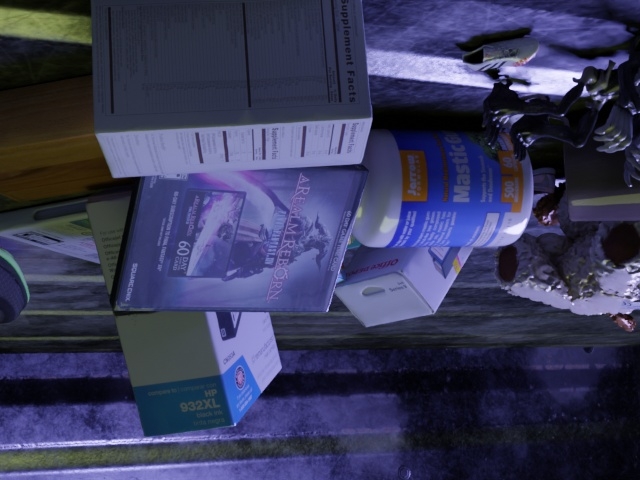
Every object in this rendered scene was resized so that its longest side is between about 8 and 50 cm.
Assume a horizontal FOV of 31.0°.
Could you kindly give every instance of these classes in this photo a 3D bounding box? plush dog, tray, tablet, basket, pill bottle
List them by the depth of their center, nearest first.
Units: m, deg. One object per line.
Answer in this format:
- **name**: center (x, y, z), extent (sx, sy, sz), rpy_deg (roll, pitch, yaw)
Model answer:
- **tray**: center (-0.210, -0.122, 1.300), extent (0.411, 0.076, 0.203), rpy_deg (-7, 167, 15)
- **tablet**: center (0.258, -0.156, 1.449), extent (0.054, 0.006, 0.083), rpy_deg (-3, 167, -4)
- **basket**: center (0.428, -0.094, 1.469), extent (0.227, 0.154, 0.204), rpy_deg (-3, 176, 16)
- **pill bottle**: center (0.118, -0.067, 1.471), extent (0.272, 0.152, 0.152), rpy_deg (-1, 167, -17)
- **plush dog**: center (0.410, -0.009, 1.672), extent (0.211, 0.225, 0.262), rpy_deg (33, 148, -34)

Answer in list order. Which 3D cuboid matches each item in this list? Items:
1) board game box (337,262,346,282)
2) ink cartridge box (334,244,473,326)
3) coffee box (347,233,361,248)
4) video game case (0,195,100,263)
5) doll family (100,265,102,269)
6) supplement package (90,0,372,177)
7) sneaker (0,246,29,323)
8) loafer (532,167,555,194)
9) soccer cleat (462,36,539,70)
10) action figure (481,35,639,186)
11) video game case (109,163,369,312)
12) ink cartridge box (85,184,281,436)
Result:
- **board game box**: center (-0.124, 0.019, 1.683), extent (0.275, 0.142, 0.144), rpy_deg (-18, 162, 22)
- **ink cartridge box**: center (0.135, 0.017, 1.710), extent (0.154, 0.212, 0.093), rpy_deg (-18, 118, 48)
- **coffee box**: center (0.000, 0.000, 1.859), extent (0.184, 0.040, 0.113), rpy_deg (-13, -174, -43)
- **video game case**: center (-0.295, -0.019, 1.830), extent (0.300, 0.036, 0.329), rpy_deg (-9, 166, 22)
- **doll family**: center (-0.309, 0.064, 2.101), extent (0.193, 0.076, 0.111), rpy_deg (-1, -172, -36)
- **supplement package**: center (-0.081, -0.146, 1.075), extent (0.244, 0.139, 0.134), rpy_deg (-3, 166, -4)
- **sneaker**: center (-0.632, 0.085, 1.802), extent (0.185, 0.202, 0.483), rpy_deg (-8, 167, 19)
- **loafer**: center (0.303, -0.077, 1.741), extent (0.045, 0.039, 0.125), rpy_deg (4, 165, -36)
- **soccer cleat**: center (0.187, -0.194, 1.201), extent (0.083, 0.029, 0.036), rpy_deg (-8, 172, 37)
- **action figure**: center (0.326, -0.138, 1.251), extent (0.276, 0.140, 0.164), rpy_deg (-10, 155, 32)
- **video game case**: center (-0.091, -0.006, 1.326), extent (0.274, 0.196, 0.026), rpy_deg (3, -153, -27)
- **ink cartridge box**: center (-0.167, 0.064, 1.483), extent (0.129, 0.307, 0.223), rpy_deg (-9, -169, 17)
